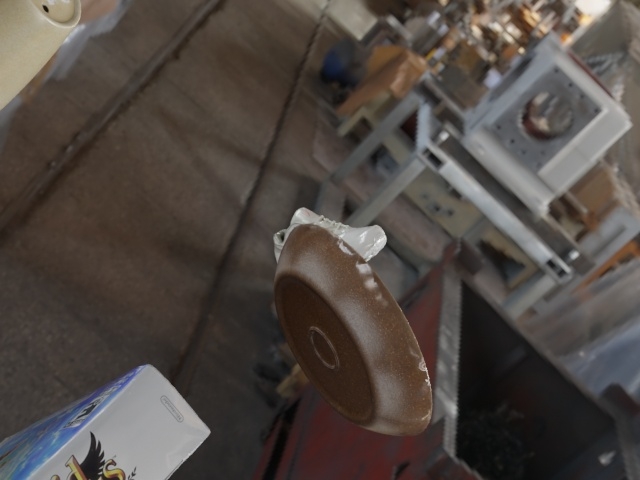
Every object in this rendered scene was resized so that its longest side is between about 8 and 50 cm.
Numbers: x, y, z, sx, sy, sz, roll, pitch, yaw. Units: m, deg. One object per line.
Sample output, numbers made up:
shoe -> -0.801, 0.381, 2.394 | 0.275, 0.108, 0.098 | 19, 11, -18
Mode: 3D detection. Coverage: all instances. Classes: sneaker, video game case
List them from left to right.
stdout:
video game case -> -0.217, 0.196, 0.611 | 0.061, 0.269, 0.244 | 49, 52, -8
sneaker -> 0.000, 0.000, 1.615 | 0.090, 0.232, 0.115 | -24, 94, -48

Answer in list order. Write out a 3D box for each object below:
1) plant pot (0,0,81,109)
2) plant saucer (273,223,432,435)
plant pot -> -0.440, -0.262, 1.269 | 0.256, 0.274, 0.256 | 50, 27, -38
plant saucer -> 0.015, 0.082, 0.854 | 0.036, 0.198, 0.198 | -28, 68, -24
